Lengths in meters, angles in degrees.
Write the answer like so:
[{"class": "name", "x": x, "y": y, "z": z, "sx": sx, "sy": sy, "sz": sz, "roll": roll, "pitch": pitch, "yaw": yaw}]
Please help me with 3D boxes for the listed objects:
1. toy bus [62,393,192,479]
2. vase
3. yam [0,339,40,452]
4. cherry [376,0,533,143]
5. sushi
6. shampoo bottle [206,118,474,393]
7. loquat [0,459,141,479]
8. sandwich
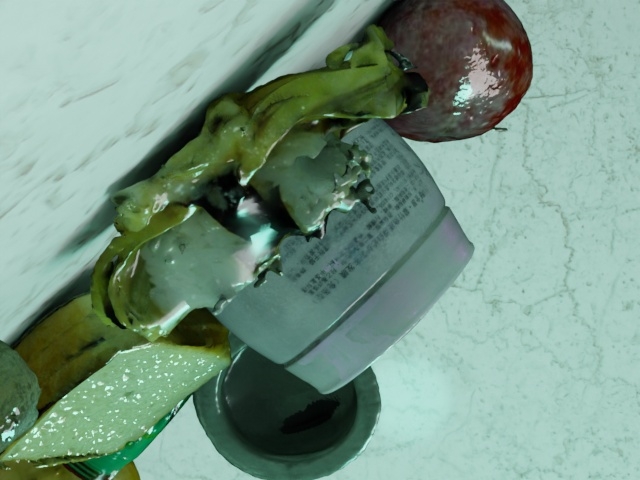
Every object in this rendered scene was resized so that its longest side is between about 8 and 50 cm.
[{"class": "toy bus", "x": -0.244, "y": 0.157, "z": 1.112, "sx": 0.199, "sy": 0.183, "sz": 0.343, "roll": -46, "pitch": -177, "yaw": 18}, {"class": "vase", "x": -0.036, "y": 0.153, "z": 1.122, "sx": 0.245, "sy": 0.245, "sz": 0.291, "roll": -43, "pitch": -168, "yaw": 16}, {"class": "yam", "x": -0.246, "y": 0.128, "z": 0.470, "sx": 0.078, "sy": 0.078, "sz": 0.179, "roll": -41, "pitch": -176, "yaw": 35}, {"class": "cherry", "x": 0.143, "y": -0.197, "z": 0.881, "sx": 0.250, "sy": 0.192, "sz": 0.175, "roll": 58, "pitch": 43, "yaw": -86}, {"class": "sushi", "x": -0.049, "y": -0.033, "z": 0.561, "sx": 0.291, "sy": 0.131, "sz": 0.139, "roll": -35, "pitch": -174, "yaw": 11}, {"class": "shampoo bottle", "x": 0.000, "y": 0.000, "z": 0.848, "sx": 0.273, "sy": 0.266, "sz": 0.273, "roll": -42, "pitch": -179, "yaw": 1}, {"class": "loquat", "x": -0.421, "y": 0.406, "z": 1.166, "sx": 0.328, "sy": 0.328, "sz": 0.328, "roll": -43, "pitch": -177, "yaw": 3}, {"class": "sandwich", "x": -0.224, "y": 0.142, "z": 0.820, "sx": 0.226, "sy": 0.087, "sz": 0.251, "roll": -38, "pitch": 161, "yaw": 12}]
